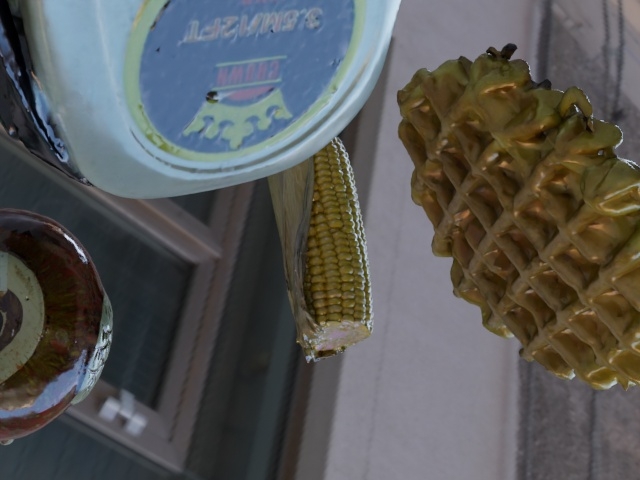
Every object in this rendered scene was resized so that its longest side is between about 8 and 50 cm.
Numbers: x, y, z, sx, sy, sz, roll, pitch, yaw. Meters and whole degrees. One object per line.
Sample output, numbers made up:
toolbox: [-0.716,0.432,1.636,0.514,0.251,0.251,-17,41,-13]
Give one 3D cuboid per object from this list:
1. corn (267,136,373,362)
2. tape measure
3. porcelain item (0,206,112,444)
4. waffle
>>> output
corn: [-0.004,0.001,1.426,0.123,0.122,0.305,-39,-125,56]
tape measure: [-0.083,-0.115,0.538,0.115,0.235,0.207,53,-37,34]
porcelain item: [-0.339,0.090,1.157,0.253,0.253,0.253,-34,-145,28]
waffle: [0.170,-0.010,0.881,0.062,0.329,0.329,-29,-155,-20]
